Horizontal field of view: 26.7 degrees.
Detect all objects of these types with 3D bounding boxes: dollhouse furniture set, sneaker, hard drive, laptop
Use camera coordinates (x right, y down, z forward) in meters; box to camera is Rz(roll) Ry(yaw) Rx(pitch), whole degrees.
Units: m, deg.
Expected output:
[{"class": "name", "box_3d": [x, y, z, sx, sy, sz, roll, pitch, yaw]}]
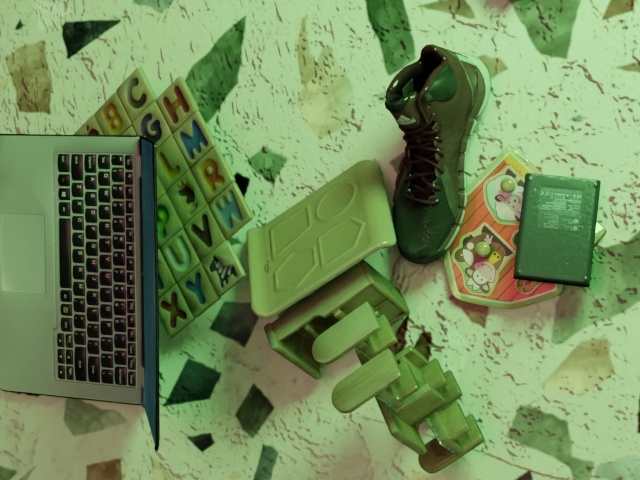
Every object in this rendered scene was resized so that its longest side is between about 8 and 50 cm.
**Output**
[{"class": "dollhouse furniture set", "box_3d": [0.053, 0.172, 1.693, 0.161, 0.212, 0.242, -36, 46, 14]}, {"class": "sneaker", "box_3d": [0.119, -0.117, 1.706, 0.106, 0.162, 0.281, 10, 86, 34]}, {"class": "hard drive", "box_3d": [0.295, -0.013, 1.679, 0.094, 0.022, 0.135, 7, 77, 10]}, {"class": "laptop", "box_3d": [-0.335, 0.051, 1.808, 0.408, 0.236, 0.382, 3, 96, 24]}]

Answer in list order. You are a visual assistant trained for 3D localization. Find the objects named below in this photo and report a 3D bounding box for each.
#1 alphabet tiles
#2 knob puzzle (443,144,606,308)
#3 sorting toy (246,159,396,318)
[{"class": "alphabet tiles", "box_3d": [-0.231, -0.053, 1.882, 0.285, 0.011, 0.342, -39, 71, 35]}, {"class": "knob puzzle", "box_3d": [0.236, 0.002, 1.725, 0.213, 0.030, 0.213, -2, 84, 22]}, {"class": "sorting toy", "box_3d": [0.000, 0.000, 1.771, 0.208, 0.038, 0.193, -29, 34, 15]}]
